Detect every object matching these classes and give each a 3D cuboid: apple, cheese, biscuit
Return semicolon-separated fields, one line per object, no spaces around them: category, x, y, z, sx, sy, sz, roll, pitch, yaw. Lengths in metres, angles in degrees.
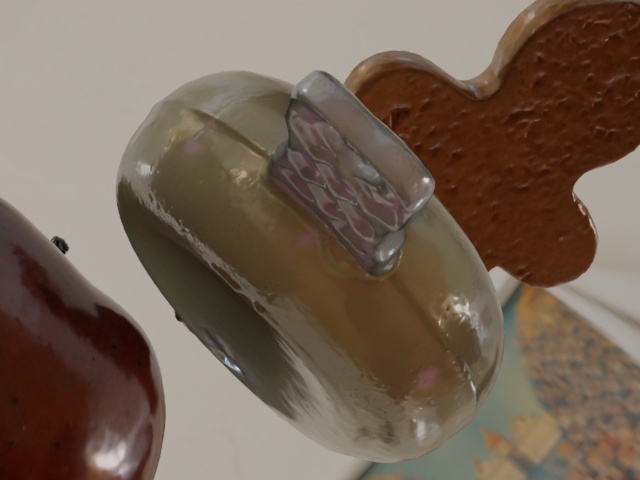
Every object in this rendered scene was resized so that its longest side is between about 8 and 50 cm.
apple;-0.182;0.086;0.855;0.234;0.234;0.234;-14;-60;-26
cheese;0.000;0.000;0.555;0.137;0.227;0.064;42;-105;4
biscuit;0.057;-0.024;0.880;0.250;0.036;0.165;-43;-53;14
